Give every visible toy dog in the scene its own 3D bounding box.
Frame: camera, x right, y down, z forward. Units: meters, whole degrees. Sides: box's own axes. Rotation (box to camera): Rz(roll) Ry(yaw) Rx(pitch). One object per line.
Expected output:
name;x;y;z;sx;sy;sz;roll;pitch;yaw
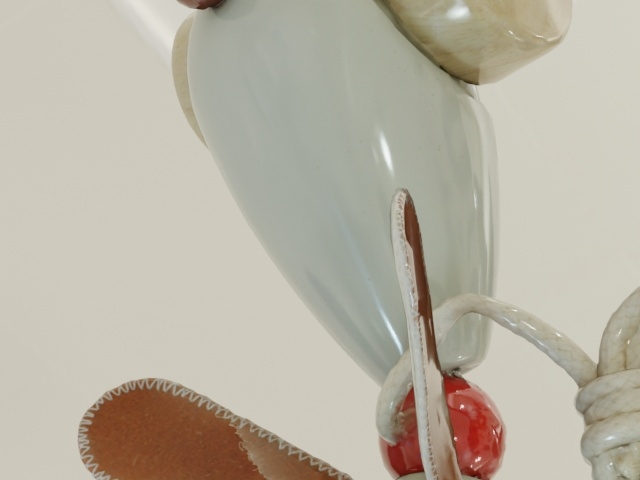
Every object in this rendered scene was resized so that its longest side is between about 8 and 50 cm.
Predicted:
toy dog;0.000;0.000;0.550;0.161;0.220;0.333;17;36;-38
